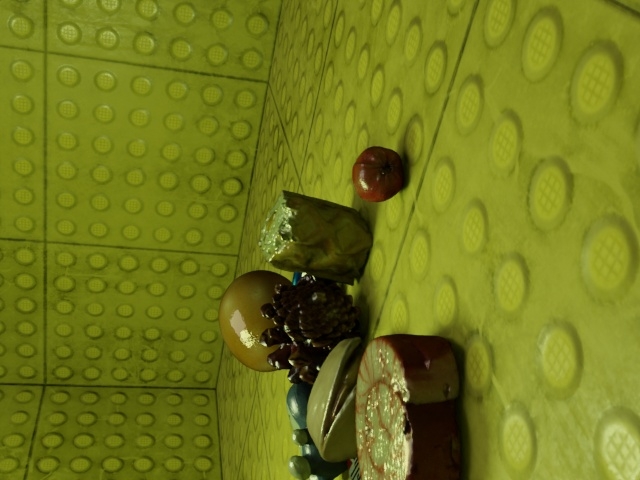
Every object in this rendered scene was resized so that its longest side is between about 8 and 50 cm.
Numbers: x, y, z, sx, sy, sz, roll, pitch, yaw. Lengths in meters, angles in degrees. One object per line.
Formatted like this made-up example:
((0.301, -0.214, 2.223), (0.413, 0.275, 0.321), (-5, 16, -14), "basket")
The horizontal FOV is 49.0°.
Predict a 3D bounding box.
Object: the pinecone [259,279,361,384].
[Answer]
((-0.020, 0.238, 1.710), (0.264, 0.264, 0.264), (-175, 90, -75), "pinecone")

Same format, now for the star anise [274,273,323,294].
((-0.035, 0.193, 1.880), (0.220, 0.190, 0.126), (53, 169, -35), "star anise")

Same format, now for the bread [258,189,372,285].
((-0.011, -0.003, 1.754), (0.238, 0.252, 0.196), (118, 157, -46), "bread")

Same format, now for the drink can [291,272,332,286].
((-0.014, 0.075, 1.978), (0.118, 0.118, 0.205), (-117, 34, -63), "drink can")

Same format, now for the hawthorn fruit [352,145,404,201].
((0.123, -0.141, 1.530), (0.128, 0.128, 0.128), (-175, 90, -75), "hawthorn fruit")

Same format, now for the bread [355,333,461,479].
((0.151, 0.336, 1.267), (0.295, 0.114, 0.327), (134, 137, -67), "bread")

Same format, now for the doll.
((-0.012, 0.466, 1.748), (0.228, 0.154, 0.258), (48, -163, -52), "doll")

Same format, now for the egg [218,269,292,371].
((-0.180, 0.252, 2.222), (0.351, 0.283, 0.282), (-104, 23, -47), "egg")

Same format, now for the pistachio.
((0.053, 0.345, 1.503), (0.197, 0.166, 0.288), (-30, -44, -56), "pistachio")

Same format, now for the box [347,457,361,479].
((0.097, 0.514, 1.576), (0.177, 0.036, 0.115), (-101, 22, -45), "box")
